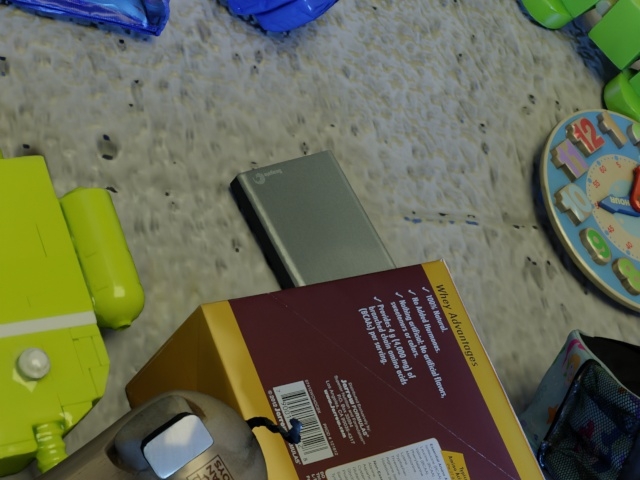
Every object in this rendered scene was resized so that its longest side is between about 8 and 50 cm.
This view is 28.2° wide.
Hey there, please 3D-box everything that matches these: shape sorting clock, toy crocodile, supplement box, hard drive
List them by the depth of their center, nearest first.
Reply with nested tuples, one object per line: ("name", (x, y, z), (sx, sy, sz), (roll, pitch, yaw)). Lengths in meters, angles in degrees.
("supplement box", (0.012, 0.134, 0.819), (0.194, 0.129, 0.191), (-9, 67, -36))
("hard drive", (0.000, 0.000, 0.966), (0.094, 0.022, 0.135), (-18, 72, -38))
("shape sorting clock", (0.282, -0.029, 1.149), (0.206, 0.040, 0.206), (15, 55, -23))
("toy crocodile", (0.300, -0.215, 1.229), (0.340, 0.115, 0.105), (53, 44, 5))

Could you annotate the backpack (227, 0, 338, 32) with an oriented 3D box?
("backpack", (-0.021, -0.237, 1.057), (0.120, 0.098, 0.101), (-51, 123, -41))

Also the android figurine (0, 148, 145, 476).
("android figurine", (-0.229, 0.033, 0.783), (0.248, 0.056, 0.272), (-5, 63, -34))

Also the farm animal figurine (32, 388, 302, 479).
("farm animal figurine", (-0.168, 0.151, 0.637), (0.327, 0.172, 0.330), (-14, 95, -13))

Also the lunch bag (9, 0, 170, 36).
("lunch bag", (-0.215, -0.293, 0.960), (0.293, 0.138, 0.221), (18, 51, -33))

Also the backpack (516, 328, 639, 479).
("backpack", (0.246, 0.174, 0.885), (0.225, 0.191, 0.253), (29, 11, -15))
